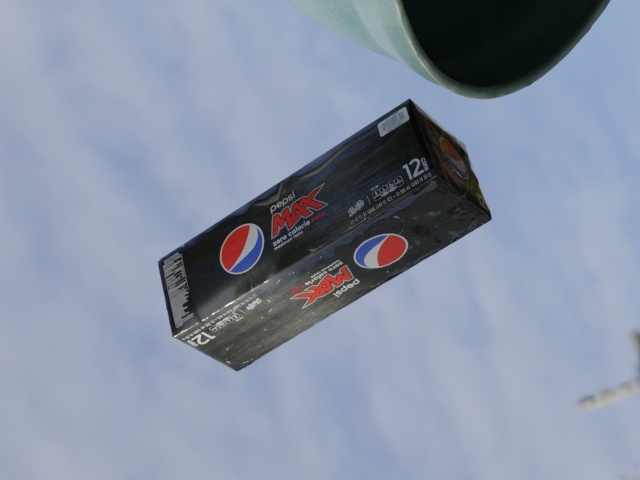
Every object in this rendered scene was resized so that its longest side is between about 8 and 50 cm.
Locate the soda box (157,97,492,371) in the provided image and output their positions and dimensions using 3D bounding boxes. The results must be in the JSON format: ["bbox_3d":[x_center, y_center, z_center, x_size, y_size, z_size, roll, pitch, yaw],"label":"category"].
[{"bbox_3d":[0.000,0.000,0.899,0.060,0.169,0.053,34,-148,-48],"label":"soda box"}]

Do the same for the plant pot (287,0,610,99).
[{"bbox_3d":[0.030,-0.232,0.789,0.293,0.196,0.293,-39,-40,-42],"label":"plant pot"}]
